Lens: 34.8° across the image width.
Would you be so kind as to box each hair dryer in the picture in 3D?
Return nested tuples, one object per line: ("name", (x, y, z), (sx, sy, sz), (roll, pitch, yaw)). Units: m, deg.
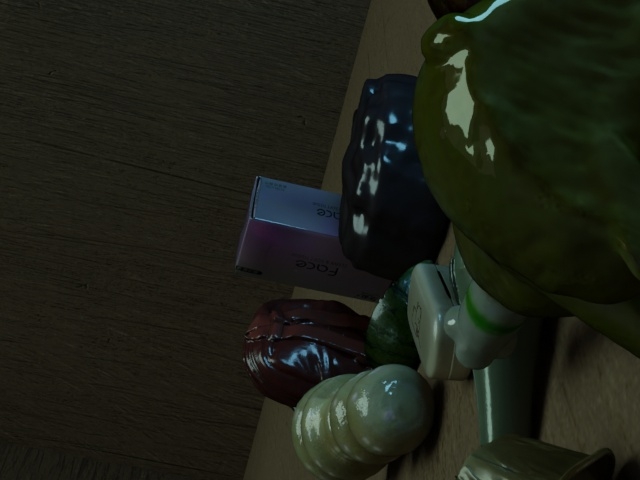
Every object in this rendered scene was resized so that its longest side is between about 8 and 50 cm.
("hair dryer", (0.152, 0.087, 0.893), (0.225, 0.088, 0.219), (87, -174, -58))

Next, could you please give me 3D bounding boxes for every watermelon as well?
("watermelon", (0.113, 0.122, 1.313), (0.092, 0.075, 0.181), (-13, -51, -46))

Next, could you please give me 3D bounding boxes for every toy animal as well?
("toy animal", (0.158, -0.021, 0.633), (0.363, 0.180, 0.181), (56, -130, -67))

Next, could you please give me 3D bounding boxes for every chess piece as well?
("chess piece", (0.057, 0.212, 1.232), (0.261, 0.142, 0.143), (127, 155, -67))

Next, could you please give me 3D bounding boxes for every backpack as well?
("backpack", (-0.008, 0.165, 1.478), (0.229, 0.229, 0.139), (-85, 13, -52))

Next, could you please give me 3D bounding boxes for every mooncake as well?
("mooncake", (0.097, -0.087, 1.401), (0.283, 0.141, 0.283), (-169, 90, -86))

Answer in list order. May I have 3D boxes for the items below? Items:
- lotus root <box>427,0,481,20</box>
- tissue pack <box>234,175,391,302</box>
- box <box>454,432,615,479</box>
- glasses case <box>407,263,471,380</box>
("lotus root", (0.168, -0.225, 0.781), (0.397, 0.179, 0.196), (-89, 11, -67))
("tissue pack", (0.000, 0.000, 1.593), (0.148, 0.246, 0.092), (109, 171, -50))
("box", (0.131, 0.206, 0.650), (0.111, 0.111, 0.177), (-92, 15, -68))
("glasses case", (0.130, 0.085, 1.112), (0.196, 0.050, 0.083), (-98, 11, -75))
